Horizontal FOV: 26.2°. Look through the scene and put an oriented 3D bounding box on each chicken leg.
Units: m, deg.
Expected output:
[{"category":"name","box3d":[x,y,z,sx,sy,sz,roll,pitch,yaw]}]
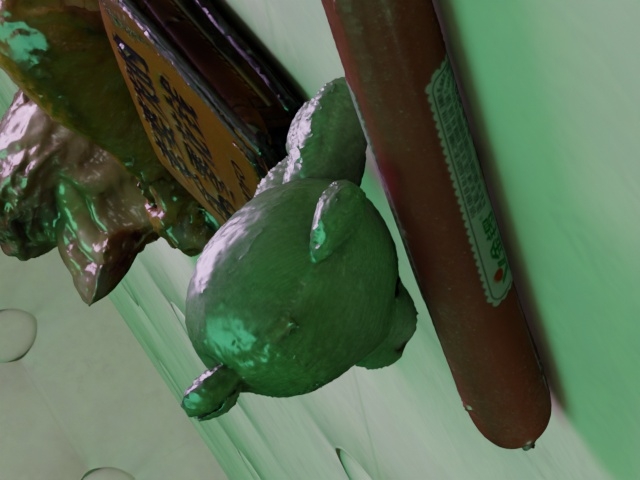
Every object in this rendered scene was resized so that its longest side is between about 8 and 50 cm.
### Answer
[{"category":"chicken leg","box3d":[-0.128,-0.081,0.851,0.251,0.087,0.107,58,-178,-37]}]

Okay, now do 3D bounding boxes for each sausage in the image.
[{"category":"sausage","box3d":[0.038,-0.012,0.434,0.034,0.034,0.253,46,164,47]}]

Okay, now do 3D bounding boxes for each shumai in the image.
[{"category":"shumai","box3d":[-0.195,-0.043,1.149,0.153,0.161,0.209,33,139,14]}]

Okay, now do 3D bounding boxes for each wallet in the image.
[{"category":"wallet","box3d":[-0.047,-0.046,0.688,0.161,0.042,0.195,51,167,30]}]

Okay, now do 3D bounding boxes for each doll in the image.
[{"category":"doll","box3d":[0.000,0.000,0.480,0.077,0.115,0.150,26,-155,-9]}]
